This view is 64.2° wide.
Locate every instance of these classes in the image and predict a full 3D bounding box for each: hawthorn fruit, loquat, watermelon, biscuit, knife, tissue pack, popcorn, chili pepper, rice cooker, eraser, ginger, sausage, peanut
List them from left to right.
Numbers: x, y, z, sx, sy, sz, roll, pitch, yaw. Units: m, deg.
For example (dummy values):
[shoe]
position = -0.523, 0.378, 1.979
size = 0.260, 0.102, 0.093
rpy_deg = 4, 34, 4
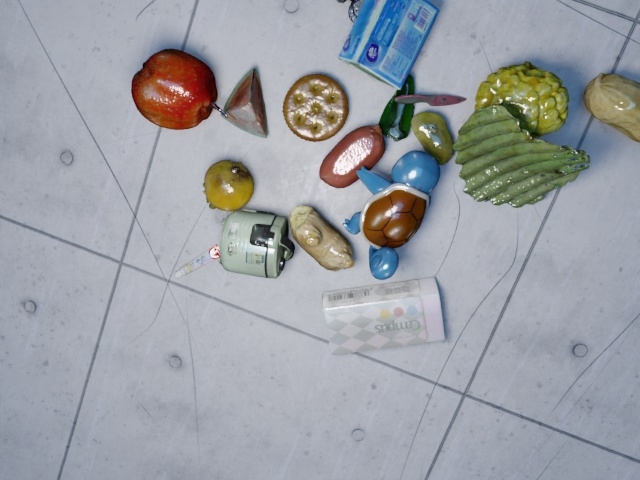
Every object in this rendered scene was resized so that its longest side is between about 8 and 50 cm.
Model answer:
[hawthorn fruit]
position = -0.434, -0.457, 1.622
size = 0.300, 0.254, 0.254
rpy_deg = 32, 101, -3
[loquat]
position = -0.315, -0.176, 1.709
size = 0.172, 0.149, 0.204
rpy_deg = 46, 115, -5
[watermelon]
position = -0.213, -0.447, 1.655
size = 0.136, 0.202, 0.207
rpy_deg = 8, 107, -36
[rice cooker]
position = -0.206, 0.010, 1.695
size = 0.244, 0.226, 0.226
rpy_deg = 11, 101, 7
[biscuit]
position = -0.016, -0.432, 1.675
size = 0.220, 0.066, 0.220
rpy_deg = 0, 100, 2
[ginger]
position = 0.000, 0.000, 1.682
size = 0.276, 0.221, 0.130
rpy_deg = 42, 92, 6
[sausage]
position = 0.107, -0.270, 1.655
size = 0.148, 0.148, 0.254
rpy_deg = 44, 100, -3
[eraser]
position = 0.214, 0.260, 1.762
size = 0.397, 0.082, 0.213
rpy_deg = -10, 99, 7
[tissue pack]
position = 0.206, -0.627, 1.548
size = 0.198, 0.146, 0.263
rpy_deg = 16, 107, -39
[chili pepper]
position = 0.253, -0.429, 1.650
size = 0.108, 0.062, 0.216
rpy_deg = 14, 99, 3
[knife]
position = 0.352, -0.445, 1.623
size = 0.247, 0.018, 0.035
rpy_deg = -2, 107, -13
[popcorn]
position = 0.598, -0.404, 1.534
size = 0.270, 0.224, 0.258
rpy_deg = -26, 97, 53
[peanut]
position = 0.941, -0.392, 1.541
size = 0.291, 0.159, 0.143
rpy_deg = 33, 127, -1

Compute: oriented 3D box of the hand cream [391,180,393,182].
[hand cream]
position = 0.265, -0.184, 1.704
size = 0.210, 0.043, 0.067
rpy_deg = -44, 93, 6

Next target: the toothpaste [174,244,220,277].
[toothpaste]
position = -0.439, 0.080, 1.825
size = 0.190, 0.031, 0.048
rpy_deg = -30, 92, 7

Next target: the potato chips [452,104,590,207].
[potato chips]
position = 0.576, -0.232, 1.535
size = 0.373, 0.389, 0.097
rpy_deg = 27, 67, 3

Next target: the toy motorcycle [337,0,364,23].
[toy motorcycle]
position = 0.091, -0.823, 1.580
size = 0.173, 0.108, 0.307
rpy_deg = -37, 93, 2

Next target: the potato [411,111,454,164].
[potato]
position = 0.368, -0.332, 1.644
size = 0.105, 0.085, 0.188
rpy_deg = -27, 101, 11

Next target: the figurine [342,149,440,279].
[figurine]
position = 0.219, -0.086, 1.613
size = 0.298, 0.243, 0.416
rpy_deg = 23, 88, -16
